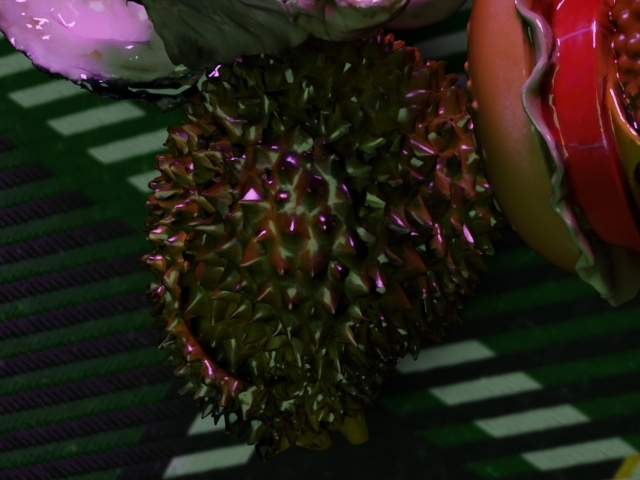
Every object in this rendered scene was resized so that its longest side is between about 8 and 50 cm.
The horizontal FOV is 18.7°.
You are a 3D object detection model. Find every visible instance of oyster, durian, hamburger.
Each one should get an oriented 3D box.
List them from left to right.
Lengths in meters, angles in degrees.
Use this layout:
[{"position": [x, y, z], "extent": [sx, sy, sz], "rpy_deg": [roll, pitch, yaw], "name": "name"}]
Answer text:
[{"position": [-0.152, -0.208, 1.465], "extent": [0.259, 0.092, 0.198], "rpy_deg": [43, 107, 23], "name": "oyster"}, {"position": [-0.039, -0.180, 1.281], "extent": [0.341, 0.166, 0.110], "rpy_deg": [2, 135, 43], "name": "oyster"}, {"position": [-0.009, -0.007, 1.346], "extent": [0.258, 0.258, 0.293], "rpy_deg": [34, 116, 16], "name": "durian"}, {"position": [0.203, -0.097, 1.234], "extent": [0.212, 0.274, 0.274], "rpy_deg": [-8, 91, 23], "name": "hamburger"}]

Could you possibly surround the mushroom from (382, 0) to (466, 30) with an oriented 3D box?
[{"position": [0.050, -0.223, 1.364], "extent": [0.154, 0.122, 0.154], "rpy_deg": [0, 92, 14], "name": "mushroom"}]
